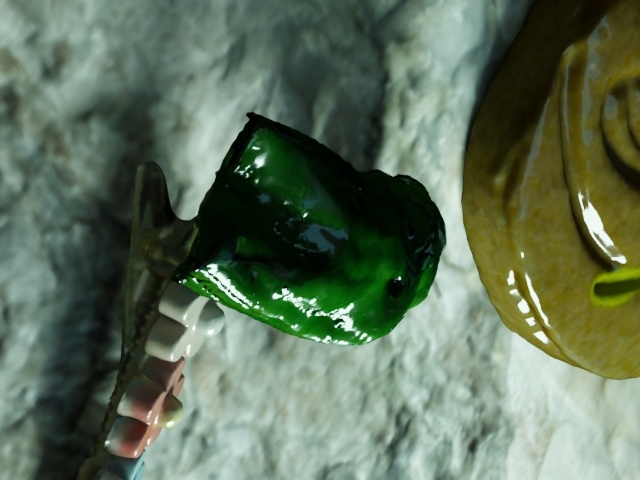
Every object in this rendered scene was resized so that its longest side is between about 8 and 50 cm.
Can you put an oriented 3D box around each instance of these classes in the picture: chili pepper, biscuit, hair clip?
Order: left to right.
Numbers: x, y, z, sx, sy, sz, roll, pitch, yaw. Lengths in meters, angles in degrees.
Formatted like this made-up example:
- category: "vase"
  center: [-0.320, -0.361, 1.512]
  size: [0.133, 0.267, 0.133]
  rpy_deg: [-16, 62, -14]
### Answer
- category: "hair clip"
  center: [-0.081, 0.066, 0.851]
  size: [0.062, 0.056, 0.213]
  rpy_deg: [-34, 139, -76]
- category: "chili pepper"
  center: [0.002, 0.000, 0.854]
  size: [0.224, 0.061, 0.098]
  rpy_deg: [11, 93, -66]
- category: "biscuit"
  center: [0.232, -0.106, 1.077]
  size: [0.394, 0.070, 0.350]
  rpy_deg: [-57, 138, -8]
